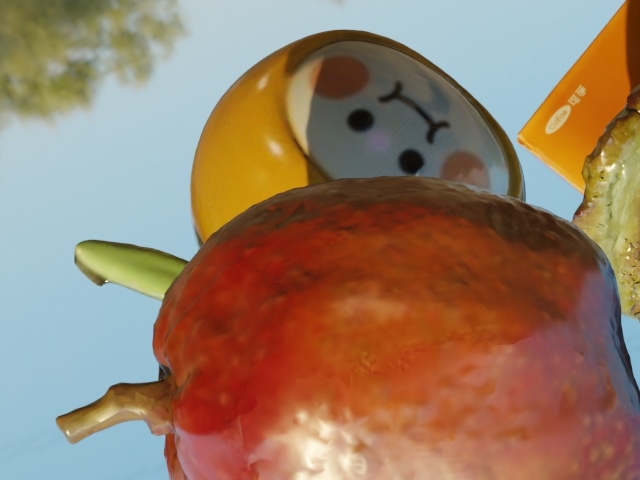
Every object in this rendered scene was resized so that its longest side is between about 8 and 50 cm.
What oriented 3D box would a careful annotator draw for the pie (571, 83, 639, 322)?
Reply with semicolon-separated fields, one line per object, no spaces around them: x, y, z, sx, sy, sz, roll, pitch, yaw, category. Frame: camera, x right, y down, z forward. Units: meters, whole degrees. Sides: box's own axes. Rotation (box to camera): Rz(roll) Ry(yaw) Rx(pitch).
0.343;-0.055;1.675;0.103;0.288;0.354;30;-167;29;pie

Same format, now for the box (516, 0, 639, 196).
0.418;-0.093;2.002;0.225;0.341;0.143;-51;149;6;box

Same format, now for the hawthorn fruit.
0.013;0.072;0.783;0.253;0.205;0.205;-2;-177;-26;hawthorn fruit

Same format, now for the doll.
0.000;0.000;1.089;0.236;0.213;0.213;-44;-159;-28;doll
